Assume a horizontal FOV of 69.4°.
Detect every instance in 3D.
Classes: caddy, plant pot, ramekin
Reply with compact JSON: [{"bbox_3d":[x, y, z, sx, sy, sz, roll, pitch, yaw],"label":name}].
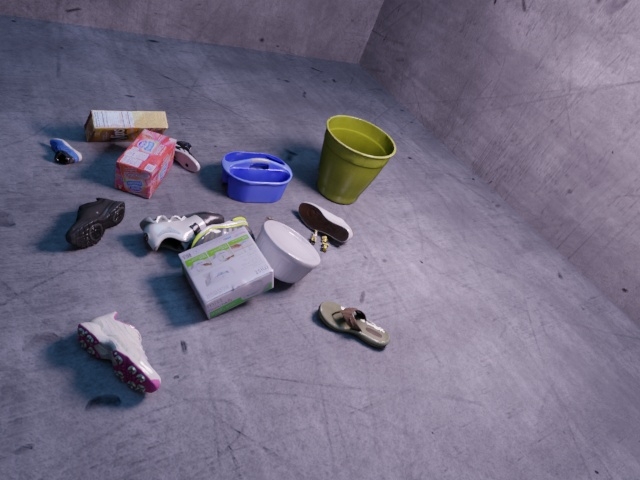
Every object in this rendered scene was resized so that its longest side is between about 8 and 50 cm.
[{"bbox_3d":[-0.304,-0.314,2.178,0.341,0.179,0.241,-2,46,-30],"label":"caddy"},{"bbox_3d":[0.145,-0.389,2.366,0.367,0.353,0.366,14,40,-12],"label":"plant pot"},{"bbox_3d":[-0.143,0.052,1.824,0.273,0.127,0.273,34,18,-12],"label":"ramekin"}]

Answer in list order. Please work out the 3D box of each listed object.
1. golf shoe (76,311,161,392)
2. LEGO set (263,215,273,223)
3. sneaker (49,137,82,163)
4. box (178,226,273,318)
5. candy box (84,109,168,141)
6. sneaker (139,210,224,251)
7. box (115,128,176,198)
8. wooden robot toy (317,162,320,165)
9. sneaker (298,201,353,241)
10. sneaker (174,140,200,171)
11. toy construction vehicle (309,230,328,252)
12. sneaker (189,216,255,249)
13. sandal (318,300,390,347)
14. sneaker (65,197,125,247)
[{"bbox_3d":[-0.567,0.318,1.363,0.306,0.115,0.140,36,36,12],"label":"golf shoe"},{"bbox_3d":[-0.229,-0.084,2.077,0.054,0.023,0.083,3,43,-25],"label":"LEGO set"},{"bbox_3d":[-1.080,-0.369,1.917,0.152,0.058,0.084,35,30,2],"label":"sneaker"},{"bbox_3d":[-0.332,0.109,1.646,0.262,0.126,0.231,-26,61,-22],"label":"box"},{"bbox_3d":[-0.877,-0.515,2.091,0.316,0.183,0.087,-12,87,-37],"label":"candy box"},{"bbox_3d":[-0.516,-0.023,1.795,0.331,0.122,0.146,-11,66,-36],"label":"sneaker"},{"bbox_3d":[-0.748,-0.334,1.990,0.154,0.142,0.300,18,38,-9],"label":"box"},{"bbox_3d":[0.057,-0.409,2.594,0.173,0.076,0.079,-22,92,-43],"label":"wooden robot toy"},{"bbox_3d":[0.026,-0.084,2.177,0.290,0.106,0.123,36,17,14],"label":"sneaker"},{"bbox_3d":[-0.630,-0.412,2.194,0.217,0.079,0.121,32,40,11],"label":"sneaker"},{"bbox_3d":[0.000,0.000,2.094,0.086,0.035,0.098,22,38,-4],"label":"toy construction vehicle"},{"bbox_3d":[-0.373,0.001,1.792,0.121,0.111,0.300,46,45,16],"label":"sneaker"},{"bbox_3d":[0.136,0.304,1.773,0.303,0.086,0.120,24,38,-1],"label":"sandal"},{"bbox_3d":[-0.839,-0.071,1.685,0.130,0.109,0.286,19,29,3],"label":"sneaker"}]
